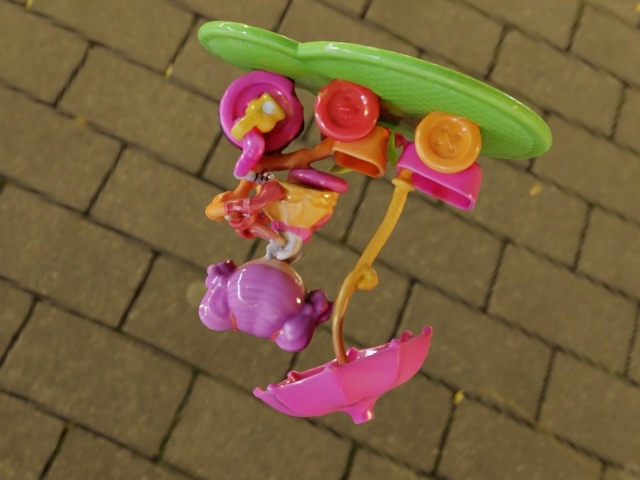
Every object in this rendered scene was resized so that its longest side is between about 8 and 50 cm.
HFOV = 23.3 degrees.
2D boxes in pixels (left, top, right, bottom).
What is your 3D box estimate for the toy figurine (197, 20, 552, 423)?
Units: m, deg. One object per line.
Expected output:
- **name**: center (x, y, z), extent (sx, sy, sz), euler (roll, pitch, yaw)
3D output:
- **toy figurine**: center (0.000, 0.000, 0.711), extent (0.173, 0.130, 0.159), euler (19, 82, 4)
